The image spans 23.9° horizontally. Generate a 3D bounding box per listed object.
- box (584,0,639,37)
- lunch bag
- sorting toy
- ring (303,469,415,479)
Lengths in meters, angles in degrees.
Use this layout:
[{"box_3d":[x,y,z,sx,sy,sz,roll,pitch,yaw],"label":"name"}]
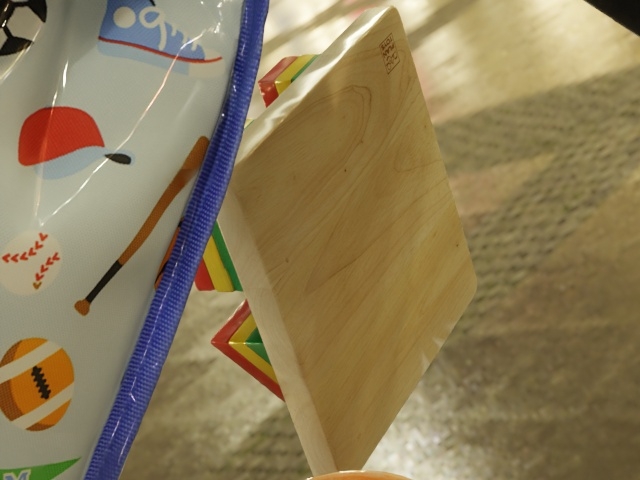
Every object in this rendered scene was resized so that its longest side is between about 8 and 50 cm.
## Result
[{"box_3d":[0.196,-0.241,0.737,0.179,0.343,0.312,-37,53,28],"label":"box"},{"box_3d":[-0.210,-0.065,0.749,0.328,0.239,0.385,35,104,47],"label":"lunch bag"},{"box_3d":[0.000,0.000,1.103,0.089,0.255,0.257,-1,31,31],"label":"sorting toy"},{"box_3d":[-0.043,0.231,0.499,0.336,0.032,0.336,-42,25,25],"label":"ring"}]
